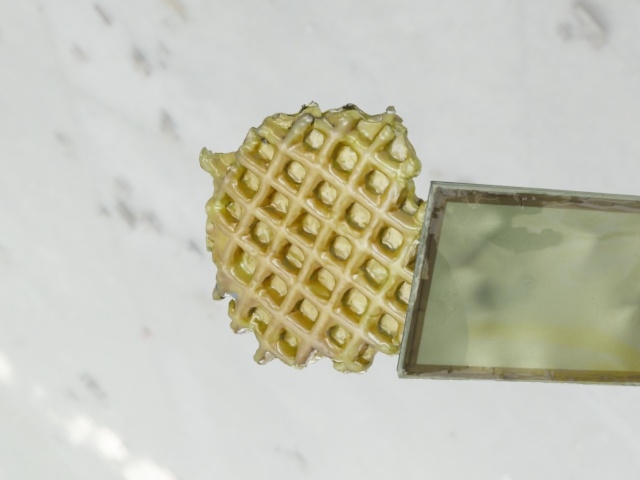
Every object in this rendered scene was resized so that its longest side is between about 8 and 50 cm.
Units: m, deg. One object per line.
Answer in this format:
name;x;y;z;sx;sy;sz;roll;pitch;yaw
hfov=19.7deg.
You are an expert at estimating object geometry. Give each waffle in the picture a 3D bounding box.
waffle;-0.001;0.000;1.676;0.245;0.052;0.254;-7;99;28

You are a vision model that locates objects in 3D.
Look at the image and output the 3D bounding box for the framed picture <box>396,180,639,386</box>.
framed picture;0.184;0.039;1.488;0.010;0.231;0.173;-119;36;-64
